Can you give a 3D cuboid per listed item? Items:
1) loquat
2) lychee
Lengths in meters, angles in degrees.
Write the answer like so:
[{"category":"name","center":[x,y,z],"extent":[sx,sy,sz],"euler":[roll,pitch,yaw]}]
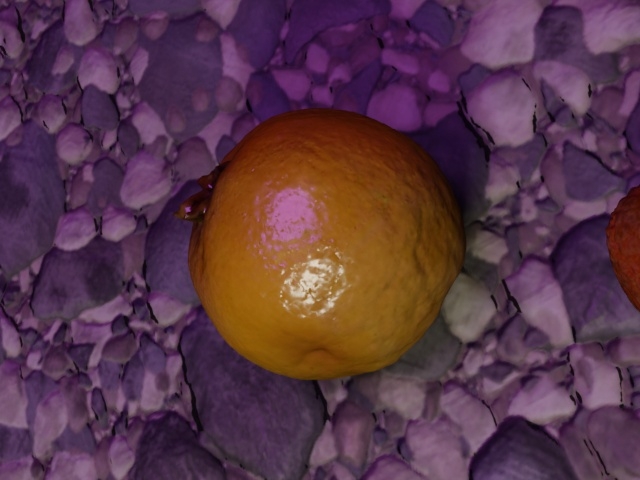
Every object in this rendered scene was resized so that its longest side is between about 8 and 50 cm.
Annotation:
[{"category":"loquat","center":[0.000,0.000,1.070],"extent":[0.208,0.208,0.208],"euler":[-10,71,33]},{"category":"lychee","center":[0.248,0.019,0.958],"extent":[0.101,0.140,0.114],"euler":[-31,23,29]}]
